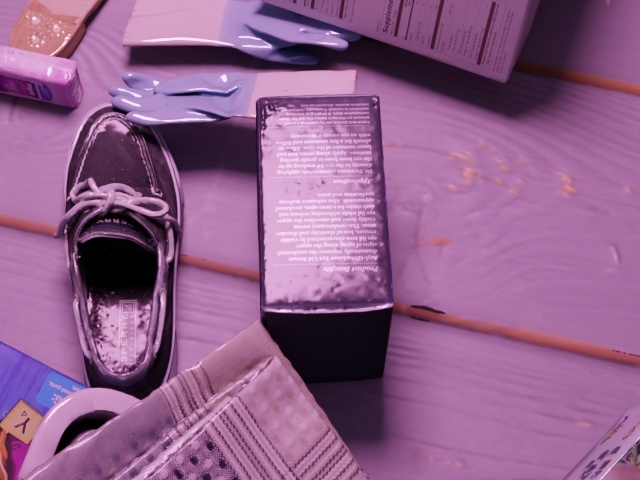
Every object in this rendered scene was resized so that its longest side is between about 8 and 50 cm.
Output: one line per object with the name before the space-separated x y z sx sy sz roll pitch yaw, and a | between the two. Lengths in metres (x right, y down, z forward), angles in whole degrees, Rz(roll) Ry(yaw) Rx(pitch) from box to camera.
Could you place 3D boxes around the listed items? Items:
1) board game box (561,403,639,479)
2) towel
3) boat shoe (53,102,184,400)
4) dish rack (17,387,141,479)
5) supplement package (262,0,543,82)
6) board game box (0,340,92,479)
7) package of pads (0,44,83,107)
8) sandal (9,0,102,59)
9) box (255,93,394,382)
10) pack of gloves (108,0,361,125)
board game box | 0.225 0.300 1.080 0.303 0.097 0.224 -42 91 -18
towel | -0.063 0.259 1.060 0.312 0.056 0.324 -37 90 -30
boat shoe | -0.178 -0.003 1.265 0.113 0.105 0.306 0 62 -1
dish rack | -0.131 0.306 1.083 0.285 0.072 0.333 27 62 -16
supplement package | 0.097 -0.316 1.359 0.262 0.198 0.199 20 49 9
board game box | -0.332 0.214 1.120 0.318 0.066 0.318 28 64 -8
package of pads | -0.269 -0.155 1.374 0.083 0.050 0.032 13 63 5
sandal | -0.241 -0.281 1.424 0.088 0.079 0.240 16 63 7
box | 0.000 0.000 1.241 0.108 0.153 0.207 -2 64 -2
pack of gloves | -0.077 -0.159 1.374 0.232 0.046 0.195 2 45 7
